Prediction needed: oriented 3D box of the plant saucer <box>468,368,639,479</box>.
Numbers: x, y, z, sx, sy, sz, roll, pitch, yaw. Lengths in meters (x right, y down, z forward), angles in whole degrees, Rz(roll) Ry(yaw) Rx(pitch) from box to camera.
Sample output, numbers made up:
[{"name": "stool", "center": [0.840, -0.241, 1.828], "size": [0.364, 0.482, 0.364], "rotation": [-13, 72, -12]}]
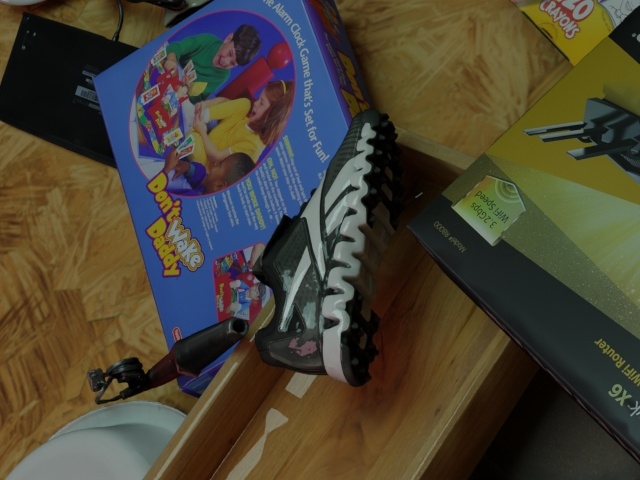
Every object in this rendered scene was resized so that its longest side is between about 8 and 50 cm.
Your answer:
[{"name": "plant saucer", "center": [0.209, 0.075, 1.500], "size": [0.311, 0.050, 0.310], "rotation": [-19, 55, 29]}]

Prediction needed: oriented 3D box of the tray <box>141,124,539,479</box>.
[{"name": "tray", "center": [0.032, 0.120, 1.473], "size": [0.203, 0.076, 0.411], "rotation": [25, 72, 35]}]

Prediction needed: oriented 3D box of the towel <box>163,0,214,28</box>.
[{"name": "towel", "center": [-0.043, -0.397, 1.957], "size": [0.312, 0.056, 0.324], "rotation": [-21, 55, 26]}]

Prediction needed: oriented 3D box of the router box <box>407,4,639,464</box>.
[{"name": "router box", "center": [0.247, 0.010, 1.339], "size": [0.243, 0.081, 0.309], "rotation": [-44, 53, -1]}]

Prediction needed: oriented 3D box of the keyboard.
[{"name": "keyboard", "center": [-0.211, -0.182, 1.963], "size": [0.317, 0.033, 0.201], "rotation": [22, 95, 42]}]

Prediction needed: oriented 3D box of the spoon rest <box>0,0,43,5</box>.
[{"name": "spoon rest", "center": [-0.260, -0.334, 2.049], "size": [0.276, 0.084, 0.137], "rotation": [-30, 17, 31]}]

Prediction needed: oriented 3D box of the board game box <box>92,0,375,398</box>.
[{"name": "board game box", "center": [-0.057, -0.056, 1.725], "size": [0.233, 0.078, 0.347], "rotation": [-30, 58, 20]}]

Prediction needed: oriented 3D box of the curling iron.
[{"name": "curling iron", "center": [-0.120, 0.100, 1.575], "size": [0.274, 0.068, 0.035], "rotation": [-24, 82, 59]}]

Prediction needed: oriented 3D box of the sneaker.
[{"name": "sneaker", "center": [0.000, 0.000, 1.467], "size": [0.106, 0.078, 0.234], "rotation": [-1, 62, 22]}]

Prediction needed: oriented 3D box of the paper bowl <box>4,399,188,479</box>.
[{"name": "paper bowl", "center": [-0.178, 0.272, 1.614], "size": [0.284, 0.148, 0.284], "rotation": [-17, 57, 28]}]

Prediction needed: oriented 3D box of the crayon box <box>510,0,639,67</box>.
[{"name": "crayon box", "center": [0.265, -0.209, 1.598], "size": [0.165, 0.081, 0.278], "rotation": [-44, 47, 9]}]
